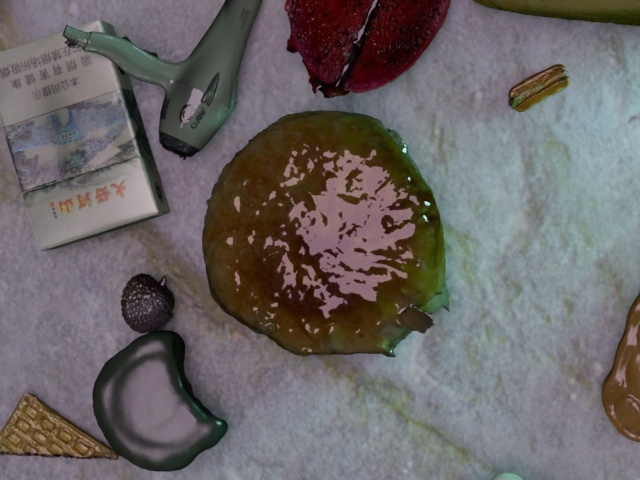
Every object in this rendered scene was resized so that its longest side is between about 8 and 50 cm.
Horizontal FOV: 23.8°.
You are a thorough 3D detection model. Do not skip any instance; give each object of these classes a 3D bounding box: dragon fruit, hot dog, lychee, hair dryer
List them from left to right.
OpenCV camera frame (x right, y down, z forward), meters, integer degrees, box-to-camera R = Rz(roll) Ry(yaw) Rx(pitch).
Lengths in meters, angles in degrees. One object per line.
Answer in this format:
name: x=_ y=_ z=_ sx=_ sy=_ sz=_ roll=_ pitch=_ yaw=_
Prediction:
lychee: x=-0.219 y=0.078 z=1.920 sx=0.067 sy=0.068 sz=0.083 roll=36 pitch=102 yaw=47
hair dryer: x=-0.171 y=-0.248 z=1.879 sx=0.219 sy=0.088 sz=0.225 roll=-47 pitch=107 yaw=-12
dragon fruit: x=0.061 y=-0.293 z=1.834 sx=0.189 sy=0.163 sz=0.262 roll=21 pitch=99 yaw=-22
hot dog: x=0.267 y=-0.188 z=1.865 sx=0.083 sy=0.021 sz=0.037 roll=-26 pitch=109 yaw=5

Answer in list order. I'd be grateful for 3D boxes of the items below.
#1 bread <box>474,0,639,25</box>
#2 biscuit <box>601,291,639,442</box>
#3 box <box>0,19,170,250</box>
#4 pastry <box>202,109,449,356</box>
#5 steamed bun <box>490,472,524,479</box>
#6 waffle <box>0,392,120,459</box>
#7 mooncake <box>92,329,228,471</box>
bread: x=0.337 y=-0.366 z=1.745 sx=0.361 sy=0.245 sz=0.233 roll=0 pitch=92 yaw=4
biscuit: x=0.514 y=0.141 z=1.804 sx=0.312 sy=0.057 sz=0.351 roll=45 pitch=103 yaw=4
box: x=-0.309 y=-0.132 z=1.921 sx=0.164 sy=0.069 sz=0.257 roll=-17 pitch=89 yaw=8
pastry: x=0.000 y=0.000 z=1.849 sx=0.329 sy=0.136 sz=0.330 roll=0 pitch=93 yaw=8
steamed bun: x=0.242 y=0.370 z=1.843 sx=0.182 sy=0.106 sz=0.183 roll=1 pitch=95 yaw=9
waffle: x=-0.343 y=0.273 z=1.961 sx=0.152 sy=0.023 sz=0.097 roll=32 pitch=97 yaw=5
mooncake: x=-0.195 y=0.200 z=1.899 sx=0.168 sy=0.104 sz=0.175 roll=2 pitch=90 yaw=11
